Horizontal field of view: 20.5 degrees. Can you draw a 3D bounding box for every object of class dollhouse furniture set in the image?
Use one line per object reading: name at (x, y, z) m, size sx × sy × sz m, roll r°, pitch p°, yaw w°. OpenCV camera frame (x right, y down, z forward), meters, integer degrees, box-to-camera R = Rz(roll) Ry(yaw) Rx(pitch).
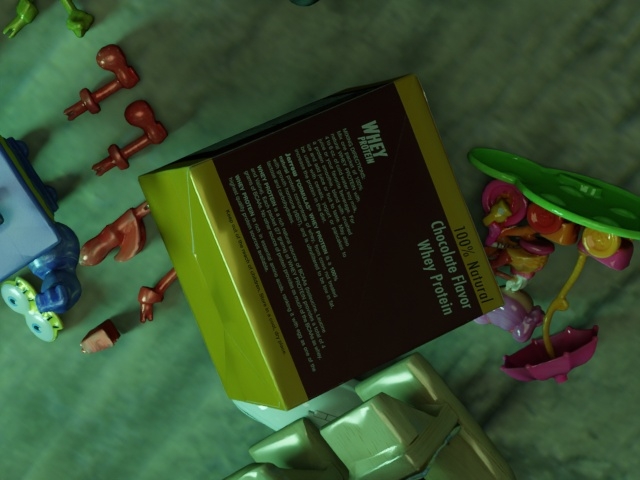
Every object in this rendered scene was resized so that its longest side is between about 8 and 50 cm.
dollhouse furniture set at (-0.052, 0.338, 1.312) m, size 0.394 × 0.362 × 0.256 m, roll -33°, pitch 97°, yaw 39°

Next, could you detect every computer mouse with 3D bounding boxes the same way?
computer mouse at (0.016, 0.146, 1.438) m, size 0.193 × 0.042 × 0.106 m, roll 21°, pitch 100°, yaw -2°

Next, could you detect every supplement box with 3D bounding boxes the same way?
supplement box at (0.000, 0.000, 1.338) m, size 0.194 × 0.129 × 0.191 m, roll -25°, pitch 98°, yaw -20°

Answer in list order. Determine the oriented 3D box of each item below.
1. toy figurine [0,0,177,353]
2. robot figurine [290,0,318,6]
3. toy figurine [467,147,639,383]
toy figurine at (-0.231, -0.073, 1.321) m, size 0.191 × 0.217 × 0.362 m, roll -30°, pitch 98°, yaw 5°
robot figurine at (-0.058, -0.309, 1.301) m, size 0.209 × 0.173 × 0.278 m, roll -39°, pitch 97°, yaw -12°
toy figurine at (0.170, 0.031, 1.393) m, size 0.173 × 0.130 × 0.159 m, roll 24°, pitch 109°, yaw 19°
